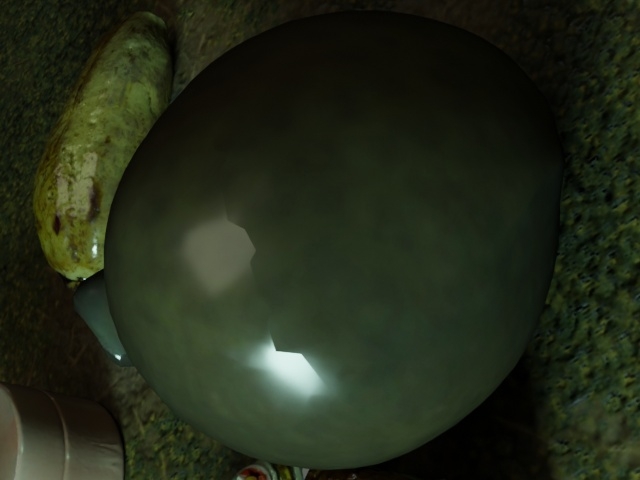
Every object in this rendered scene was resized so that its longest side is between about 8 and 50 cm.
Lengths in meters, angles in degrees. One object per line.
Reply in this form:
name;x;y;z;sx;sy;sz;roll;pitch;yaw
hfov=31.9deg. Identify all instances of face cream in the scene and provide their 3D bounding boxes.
face cream;-0.248;0.197;0.929;0.149;0.104;0.149;-18;62;39

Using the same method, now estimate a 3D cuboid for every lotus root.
lotus root;-0.195;-0.082;0.994;0.110;0.097;0.259;-7;66;45

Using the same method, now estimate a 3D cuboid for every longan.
longan;0.000;0.000;0.652;0.300;0.300;0.243;-16;105;39

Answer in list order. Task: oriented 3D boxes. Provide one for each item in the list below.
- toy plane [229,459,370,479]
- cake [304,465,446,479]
toy plane;-0.068;0.222;0.754;0.286;0.108;0.092;-55;43;32
cake;0.052;0.250;0.614;0.135;0.112;0.246;-7;70;40
